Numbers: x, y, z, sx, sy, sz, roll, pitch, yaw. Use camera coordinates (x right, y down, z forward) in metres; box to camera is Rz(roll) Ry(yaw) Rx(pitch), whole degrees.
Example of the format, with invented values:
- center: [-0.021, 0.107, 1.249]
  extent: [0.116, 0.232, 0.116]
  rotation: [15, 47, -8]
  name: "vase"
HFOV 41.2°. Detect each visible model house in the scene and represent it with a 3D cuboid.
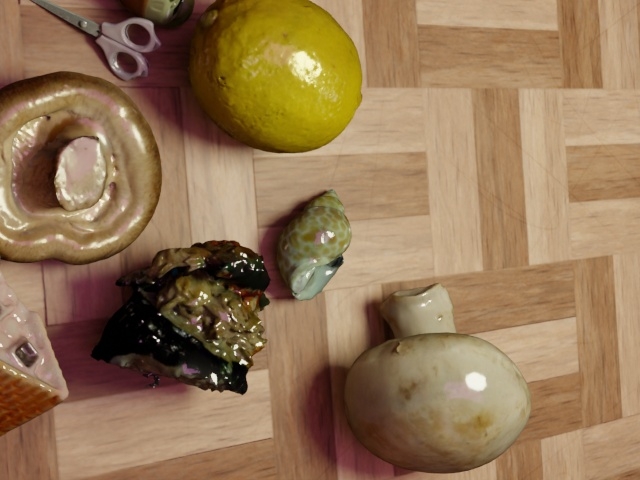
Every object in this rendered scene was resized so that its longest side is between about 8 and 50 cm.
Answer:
- center: [-0.441, 0.153, 0.987]
  extent: [0.237, 0.202, 0.237]
  rotation: [56, 23, -13]
  name: "model house"

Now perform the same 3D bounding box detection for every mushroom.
- center: [-0.344, -0.086, 1.127]
  extent: [0.278, 0.146, 0.278]
  rotation: [-7, 104, -30]
  name: "mushroom"
- center: [0.188, 0.217, 1.360]
  extent: [0.297, 0.297, 0.290]
  rotation: [20, 56, -27]
  name: "mushroom"

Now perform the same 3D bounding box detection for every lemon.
- center: [-0.065, -0.242, 1.229]
  extent: [0.263, 0.236, 0.236]
  rotation: [44, 70, -18]
  name: "lemon"

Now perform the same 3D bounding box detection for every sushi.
- center: [-0.176, 0.096, 1.179]
  extent: [0.225, 0.238, 0.219]
  rotation: [19, 87, -16]
  name: "sushi"

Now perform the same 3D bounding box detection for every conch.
- center: [-0.012, 0.007, 1.333]
  extent: [0.116, 0.106, 0.173]
  rotation: [12, 103, -47]
  name: "conch"

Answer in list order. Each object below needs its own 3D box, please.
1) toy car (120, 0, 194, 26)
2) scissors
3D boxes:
- center: [-0.255, -0.435, 1.192]
  extent: [0.235, 0.145, 0.235]
  rotation: [2, 82, -13]
  name: "toy car"
- center: [-0.319, -0.297, 1.194]
  extent: [0.189, 0.015, 0.100]
  rotation: [26, 121, -12]
  name: "scissors"
